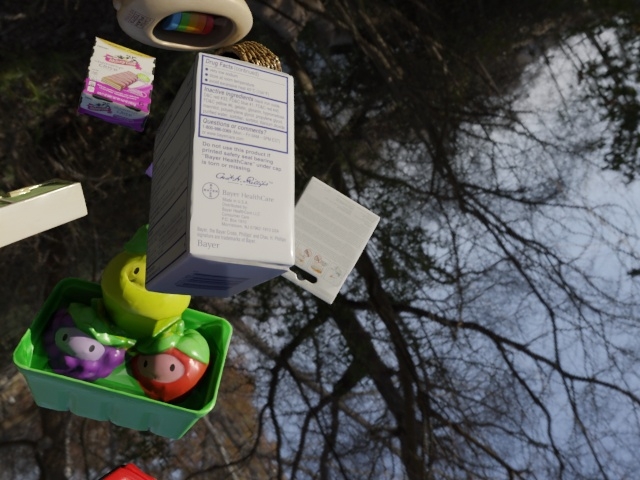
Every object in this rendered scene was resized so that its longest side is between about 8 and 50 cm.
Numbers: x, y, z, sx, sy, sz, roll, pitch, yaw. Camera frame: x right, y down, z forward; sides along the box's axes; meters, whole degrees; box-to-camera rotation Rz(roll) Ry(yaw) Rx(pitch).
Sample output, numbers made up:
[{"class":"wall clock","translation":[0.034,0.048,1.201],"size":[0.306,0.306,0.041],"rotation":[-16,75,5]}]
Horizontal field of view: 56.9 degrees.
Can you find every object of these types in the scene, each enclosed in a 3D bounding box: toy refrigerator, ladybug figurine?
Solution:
[{"class":"toy refrigerator","translation":[-0.693,-0.068,1.372],"size":[0.102,0.094,0.269],"rotation":[11,-153,31]},{"class":"ladybug figurine","translation":[-0.418,-0.712,1.808],"size":[0.449,0.162,0.305],"rotation":[-7,168,-46]}]

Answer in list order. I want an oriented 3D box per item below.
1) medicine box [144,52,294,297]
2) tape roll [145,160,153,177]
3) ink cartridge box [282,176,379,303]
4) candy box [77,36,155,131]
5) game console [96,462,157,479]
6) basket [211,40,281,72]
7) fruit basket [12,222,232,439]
[{"class":"medicine box","translation":[-0.157,-0.079,0.888],"size":[0.149,0.289,0.263],"rotation":[8,163,-26]},{"class":"tape roll","translation":[-0.338,-0.260,1.532],"size":[0.275,0.090,0.275],"rotation":[-48,-162,21]},{"class":"ink cartridge box","translation":[0.000,0.000,2.225],"size":[0.385,0.308,0.091],"rotation":[-60,-173,-9]},{"class":"candy box","translation":[-0.507,-0.394,1.485],"size":[0.071,0.159,0.233],"rotation":[-53,-146,40]},{"class":"game console","translation":[-0.339,0.411,0.596],"size":[0.342,0.060,0.386],"rotation":[-53,172,2]},{"class":"basket","translation":[-0.282,-0.515,1.914],"size":[0.223,0.213,0.299],"rotation":[-26,-147,-24]},{"class":"fruit basket","translation":[-0.353,0.166,1.137],"size":[0.392,0.392,0.283],"rotation":[-32,-152,24]}]
